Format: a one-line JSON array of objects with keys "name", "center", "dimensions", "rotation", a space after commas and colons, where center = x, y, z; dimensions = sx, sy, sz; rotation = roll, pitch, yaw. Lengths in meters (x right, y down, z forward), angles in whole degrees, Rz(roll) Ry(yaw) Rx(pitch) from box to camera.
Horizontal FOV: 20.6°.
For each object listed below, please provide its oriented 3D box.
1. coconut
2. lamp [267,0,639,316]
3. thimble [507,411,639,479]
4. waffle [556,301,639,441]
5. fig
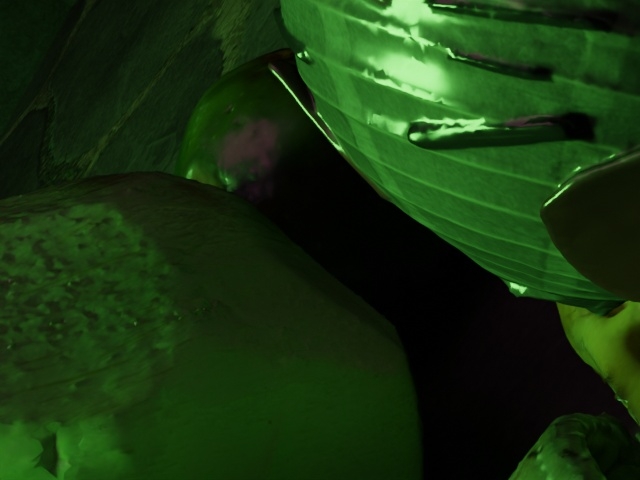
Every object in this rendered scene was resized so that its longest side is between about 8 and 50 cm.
[{"name": "coconut", "center": [-0.090, 0.105, 0.890], "dimensions": [0.328, 0.328, 0.281], "rotation": [-154, 64, -72]}, {"name": "lamp", "center": [0.096, -0.089, 0.546], "dimensions": [0.233, 0.233, 0.265], "rotation": [-57, 31, -3]}, {"name": "thimble", "center": [0.108, 0.114, 0.679], "dimensions": [0.062, 0.084, 0.110], "rotation": [-52, 20, 14]}, {"name": "waffle", "center": [0.205, 0.014, 0.592], "dimensions": [0.224, 0.098, 0.328], "rotation": [-52, 16, 9]}, {"name": "fig", "center": [0.000, 0.000, 1.063], "dimensions": [0.195, 0.195, 0.245], "rotation": [-113, 22, -69]}]
